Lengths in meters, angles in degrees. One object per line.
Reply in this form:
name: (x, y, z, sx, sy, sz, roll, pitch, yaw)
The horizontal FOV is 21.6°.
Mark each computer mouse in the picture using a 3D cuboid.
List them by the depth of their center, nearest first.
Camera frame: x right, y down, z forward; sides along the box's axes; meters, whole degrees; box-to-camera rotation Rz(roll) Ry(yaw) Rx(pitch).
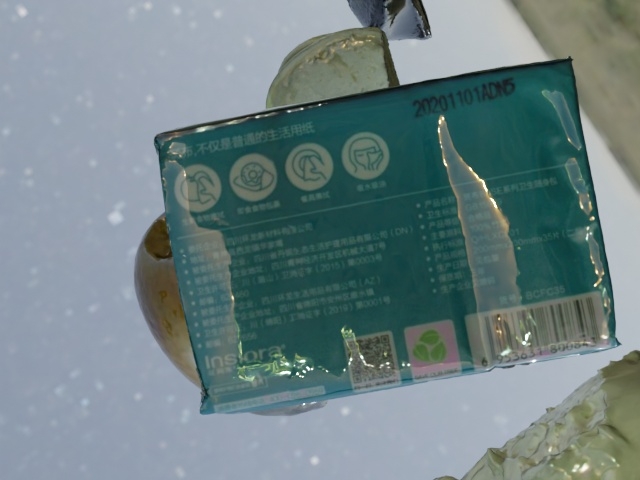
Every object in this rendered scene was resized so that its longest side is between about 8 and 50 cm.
computer mouse: (0.038, -0.172, 1.140, 0.135, 0.047, 0.079, 37, -150, -74)

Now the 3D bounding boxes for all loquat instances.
loquat: (-0.059, 0.056, 1.473, 0.227, 0.179, 0.179, 43, -164, -32)

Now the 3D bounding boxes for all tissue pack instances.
tissue pack: (0.024, 0.000, 0.674, 0.082, 0.169, 0.120, 7, -107, -87)

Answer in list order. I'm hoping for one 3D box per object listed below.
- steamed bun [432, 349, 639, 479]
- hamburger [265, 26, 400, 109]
steamed bun: (0.191, 0.250, 1.006, 0.312, 0.233, 0.334, 55, 175, 23)
hamburger: (0.010, -0.083, 1.062, 0.054, 0.084, 0.121, -89, -12, -48)
